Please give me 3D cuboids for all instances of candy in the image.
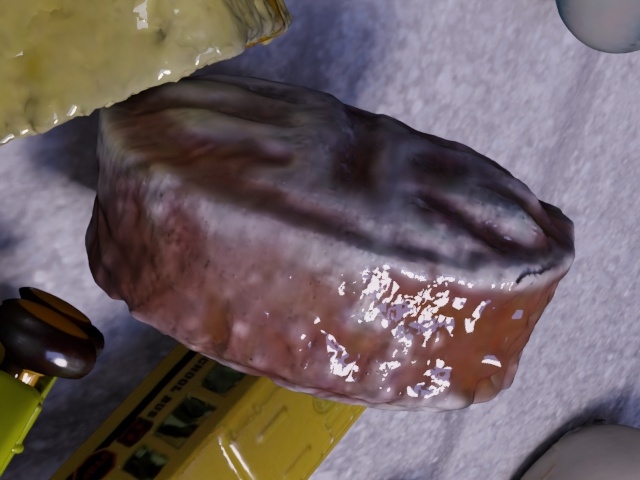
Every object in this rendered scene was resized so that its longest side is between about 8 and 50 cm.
[{"bbox_3d":[0.000,0.000,0.667,0.289,0.214,0.157,17,113,-4],"label":"candy"}]

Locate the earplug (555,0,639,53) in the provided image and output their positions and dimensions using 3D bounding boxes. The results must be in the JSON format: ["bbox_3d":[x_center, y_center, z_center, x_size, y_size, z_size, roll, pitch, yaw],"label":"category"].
[{"bbox_3d":[0.237,-0.276,0.759,0.185,0.185,0.324,-19,138,-32],"label":"earplug"}]

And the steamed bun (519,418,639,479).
[{"bbox_3d":[0.370,0.384,1.290,0.309,0.309,0.309,-25,134,-28],"label":"steamed bun"}]

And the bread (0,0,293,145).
[{"bbox_3d":[-0.085,-0.120,0.518,0.141,0.266,0.178,12,107,-1],"label":"bread"}]

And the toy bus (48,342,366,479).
[{"bbox_3d":[-0.075,0.140,0.765,0.335,0.123,0.121,-47,128,-27],"label":"toy bus"}]

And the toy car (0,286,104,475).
[{"bbox_3d":[-0.223,0.102,0.586,0.142,0.248,0.200,31,85,-9],"label":"toy car"}]
